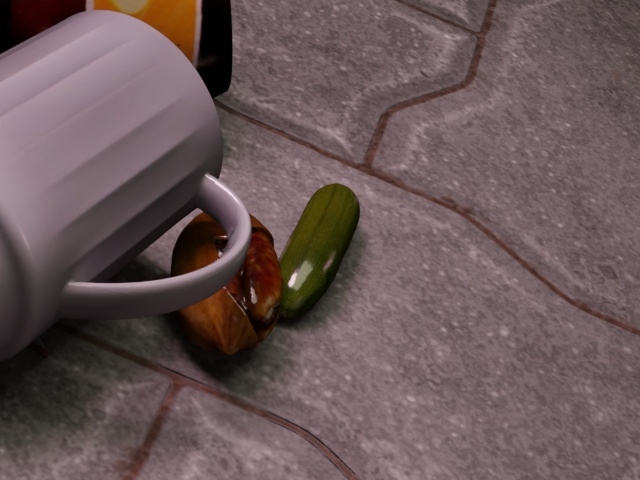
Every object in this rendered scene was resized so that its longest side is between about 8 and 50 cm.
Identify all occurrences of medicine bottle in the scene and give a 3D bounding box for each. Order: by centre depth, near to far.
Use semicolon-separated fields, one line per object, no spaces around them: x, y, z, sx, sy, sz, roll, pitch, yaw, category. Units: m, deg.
-0.305;-0.265;1.671;0.395;0.242;0.242;-4;42;-15;medicine bottle

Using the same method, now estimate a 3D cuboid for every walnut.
-0.095;0.044;1.483;0.116;0.115;0.207;14;36;-14;walnut

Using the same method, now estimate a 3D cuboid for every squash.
0.000;0.000;1.627;0.069;0.069;0.258;24;36;0;squash

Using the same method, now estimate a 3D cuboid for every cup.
-0.242;-0.028;1.352;0.323;0.236;0.327;33;41;12;cup

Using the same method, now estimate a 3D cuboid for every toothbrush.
-0.319;0.050;1.425;0.019;0.013;0.193;-7;44;-48;toothbrush
